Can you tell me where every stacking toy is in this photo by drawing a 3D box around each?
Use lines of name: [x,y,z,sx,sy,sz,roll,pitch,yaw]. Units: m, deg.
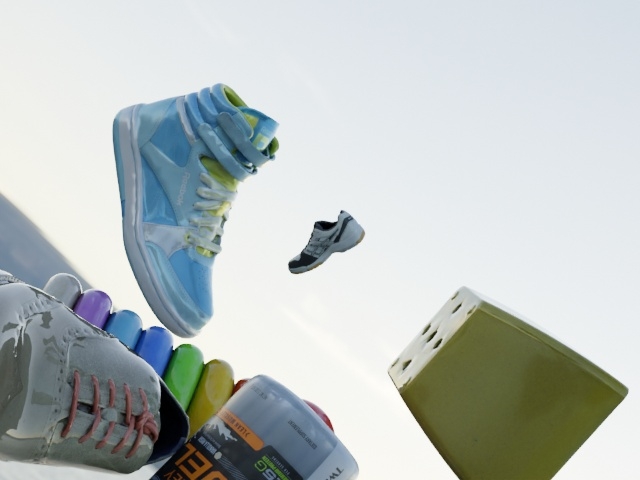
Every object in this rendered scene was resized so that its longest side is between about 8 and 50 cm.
stacking toy: [-0.138,0.154,1.240,0.330,0.141,0.141,22,-12,-4]

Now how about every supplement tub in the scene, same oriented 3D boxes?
supplement tub: [-0.072,0.205,0.950,0.117,0.190,0.117,42,-13,12]

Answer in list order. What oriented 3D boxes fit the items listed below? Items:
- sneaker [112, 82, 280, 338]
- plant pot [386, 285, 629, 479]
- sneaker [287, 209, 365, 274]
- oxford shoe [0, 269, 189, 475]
sneaker: [-0.134,-0.053,1.523,0.127,0.208,0.319,28,45,-65]
plant pot: [0.200,0.172,1.468,0.187,0.212,0.212,42,2,-7]
sneaker: [0.000,0.000,1.134,0.037,0.083,0.032,54,22,-13]
oxford shoe: [-0.172,0.099,0.852,0.130,0.123,0.348,16,-6,10]
